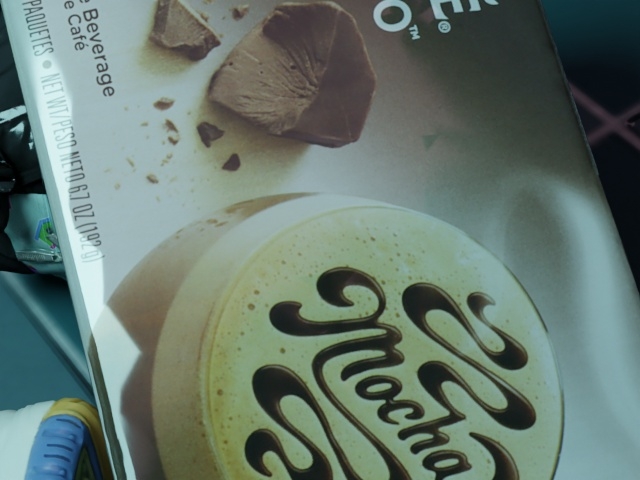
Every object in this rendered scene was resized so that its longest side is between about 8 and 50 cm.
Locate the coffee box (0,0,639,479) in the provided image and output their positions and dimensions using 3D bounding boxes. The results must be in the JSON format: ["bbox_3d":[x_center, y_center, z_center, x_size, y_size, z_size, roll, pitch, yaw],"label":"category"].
[{"bbox_3d":[0.000,0.000,0.597,0.168,0.119,0.297,-13,74,-6],"label":"coffee box"}]

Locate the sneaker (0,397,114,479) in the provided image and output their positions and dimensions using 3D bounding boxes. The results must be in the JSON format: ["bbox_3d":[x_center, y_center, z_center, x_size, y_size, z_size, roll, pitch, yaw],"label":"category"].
[{"bbox_3d":[-0.135,0.180,0.569,0.131,0.112,0.296,-10,36,14],"label":"sneaker"}]

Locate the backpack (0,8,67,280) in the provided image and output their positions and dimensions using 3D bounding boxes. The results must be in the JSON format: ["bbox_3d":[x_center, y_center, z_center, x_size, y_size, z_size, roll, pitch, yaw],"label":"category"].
[{"bbox_3d":[-0.047,-0.043,0.743,0.182,0.115,0.152,6,62,15],"label":"backpack"}]
